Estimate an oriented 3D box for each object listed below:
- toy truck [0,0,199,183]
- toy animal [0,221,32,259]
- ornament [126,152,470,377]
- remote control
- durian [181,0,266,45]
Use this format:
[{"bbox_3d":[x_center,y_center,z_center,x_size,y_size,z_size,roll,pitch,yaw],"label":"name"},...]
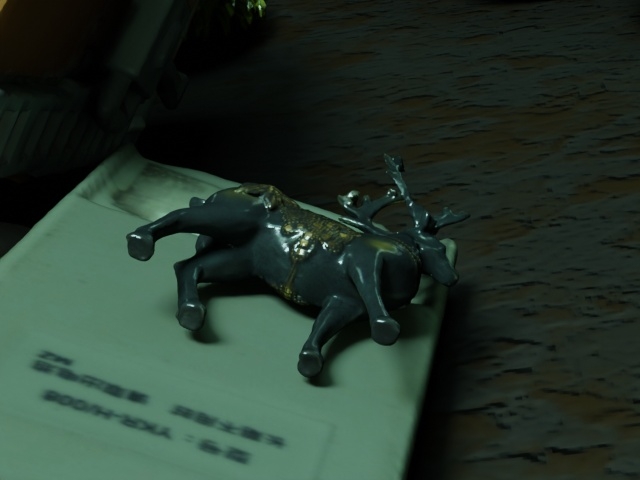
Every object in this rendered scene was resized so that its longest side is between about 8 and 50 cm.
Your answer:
[{"bbox_3d":[-0.141,-0.115,0.663,0.207,0.173,0.387,25,7,2],"label":"toy truck"},{"bbox_3d":[-0.172,0.033,0.509,0.213,0.124,0.124,18,6,-26],"label":"toy animal"},{"bbox_3d":[0.000,0.000,0.481,0.073,0.028,0.125,21,22,10],"label":"ornament"},{"bbox_3d":[-0.034,0.038,0.450,0.123,0.038,0.285,16,20,1],"label":"remote control"},{"bbox_3d":[-0.105,-0.155,1.008,0.095,0.137,0.220,-41,19,14],"label":"durian"}]
